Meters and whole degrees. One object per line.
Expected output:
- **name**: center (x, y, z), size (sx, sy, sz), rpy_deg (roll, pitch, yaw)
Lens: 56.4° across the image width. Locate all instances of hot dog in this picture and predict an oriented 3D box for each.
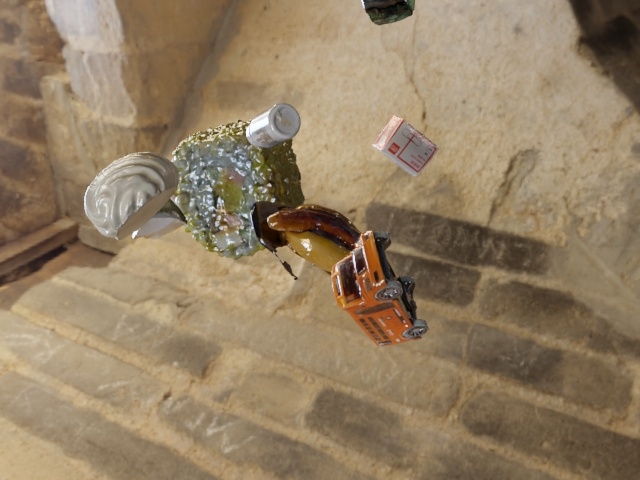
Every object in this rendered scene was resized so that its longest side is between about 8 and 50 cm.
- **hot dog**: center (0.002, -0.005, 1.442), size (0.326, 0.107, 0.194), rpy_deg (12, -122, -32)

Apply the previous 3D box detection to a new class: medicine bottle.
- **medicine bottle**: center (-0.108, -0.250, 1.323), size (0.079, 0.079, 0.140), rpy_deg (-18, -174, -30)

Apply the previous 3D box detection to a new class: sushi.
- **sushi**: center (-0.244, -0.149, 1.749), size (0.351, 0.397, 0.240), rpy_deg (-3, -156, 19)

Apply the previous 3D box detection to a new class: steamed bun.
- **steamed bun**: center (-0.340, -0.087, 1.056), size (0.106, 0.183, 0.183), rpy_deg (46, -142, -1)

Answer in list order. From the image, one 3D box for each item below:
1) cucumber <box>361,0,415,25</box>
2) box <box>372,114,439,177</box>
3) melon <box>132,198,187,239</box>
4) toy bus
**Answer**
- **cucumber**: center (0.197, -0.732, 1.834), size (0.193, 0.115, 0.085), rpy_deg (9, 179, 34)
- **box**: center (0.290, -0.319, 2.028), size (0.182, 0.133, 0.099), rpy_deg (33, -171, -28)
- **melon**: center (-0.354, -0.059, 1.296), size (0.139, 0.093, 0.202), rpy_deg (25, -160, -31)
- **toy bus**: center (0.125, 0.115, 1.304), size (0.153, 0.329, 0.143), rpy_deg (-19, -123, 13)
